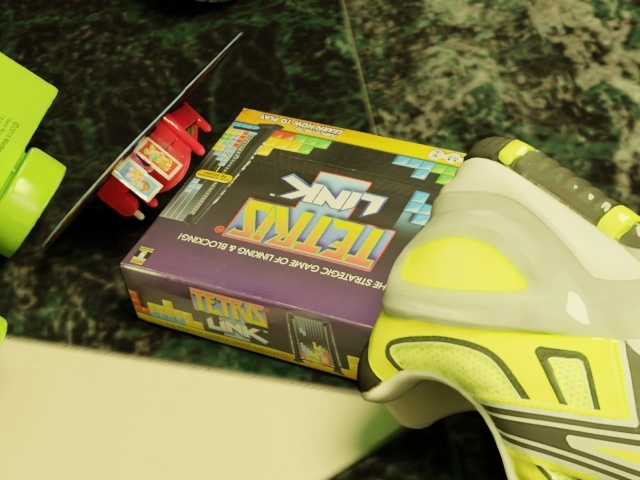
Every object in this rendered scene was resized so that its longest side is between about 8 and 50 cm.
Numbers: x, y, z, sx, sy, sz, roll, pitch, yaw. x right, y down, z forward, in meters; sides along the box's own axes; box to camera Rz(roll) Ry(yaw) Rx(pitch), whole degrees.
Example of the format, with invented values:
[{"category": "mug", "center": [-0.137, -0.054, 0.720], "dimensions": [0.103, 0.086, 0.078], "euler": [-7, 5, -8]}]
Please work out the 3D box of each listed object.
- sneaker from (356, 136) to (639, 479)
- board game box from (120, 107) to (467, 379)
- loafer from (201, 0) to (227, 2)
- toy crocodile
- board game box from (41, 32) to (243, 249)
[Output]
[{"category": "sneaker", "center": [0.176, 0.108, 0.711], "dimensions": [0.385, 0.145, 0.147], "euler": [39, 93, 37]}, {"category": "board game box", "center": [0.000, 0.000, 0.903], "dimensions": [0.170, 0.048, 0.141], "euler": [13, 47, 25]}, {"category": "loafer", "center": [-0.122, -0.259, 1.162], "dimensions": [0.094, 0.087, 0.251], "euler": [-6, 38, -41]}, {"category": "toy crocodile", "center": [-0.228, 0.008, 0.914], "dimensions": [0.115, 0.105, 0.340], "euler": [30, 41, -17]}, {"category": "board game box", "center": [-0.092, -0.046, 0.948], "dimensions": [0.033, 0.133, 0.168], "euler": [43, 55, -4]}]
